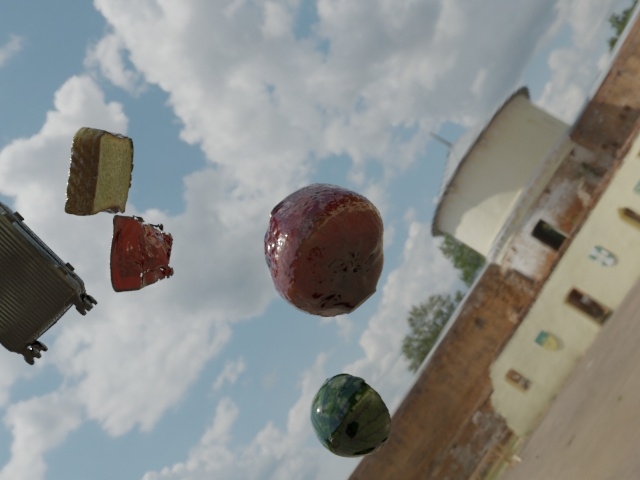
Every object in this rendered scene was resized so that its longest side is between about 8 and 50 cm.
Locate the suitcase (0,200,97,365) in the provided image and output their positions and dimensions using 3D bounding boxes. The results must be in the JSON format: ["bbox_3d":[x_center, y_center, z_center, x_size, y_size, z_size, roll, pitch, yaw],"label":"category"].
[{"bbox_3d":[-0.626,0.080,1.545,0.202,0.312,0.128,-44,9,-4],"label":"suitcase"}]

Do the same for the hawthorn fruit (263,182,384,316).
[{"bbox_3d":[0.000,0.000,1.325,0.210,0.266,0.230,-23,-54,-5],"label":"hawthorn fruit"}]

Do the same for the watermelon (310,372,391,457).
[{"bbox_3d":[0.029,0.216,0.910,0.062,0.105,0.105,-31,-30,-54],"label":"watermelon"}]

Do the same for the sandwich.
[{"bbox_3d":[-0.458,-0.141,1.604,0.214,0.065,0.186,-53,-29,-82],"label":"sandwich"}]

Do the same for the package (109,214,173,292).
[{"bbox_3d":[-0.455,0.035,1.986,0.269,0.071,0.194,14,-115,-74],"label":"package"}]
